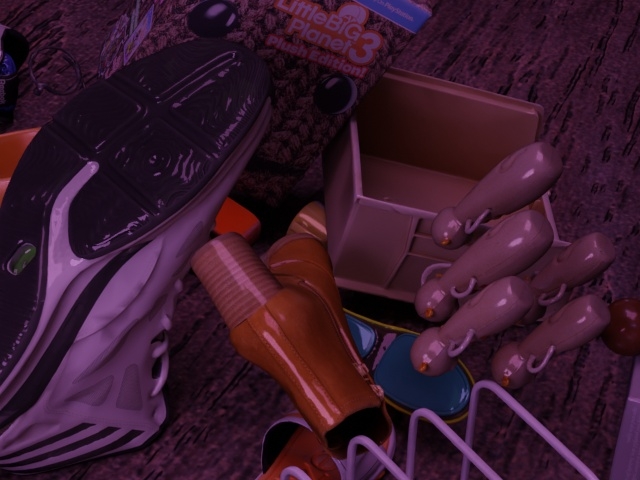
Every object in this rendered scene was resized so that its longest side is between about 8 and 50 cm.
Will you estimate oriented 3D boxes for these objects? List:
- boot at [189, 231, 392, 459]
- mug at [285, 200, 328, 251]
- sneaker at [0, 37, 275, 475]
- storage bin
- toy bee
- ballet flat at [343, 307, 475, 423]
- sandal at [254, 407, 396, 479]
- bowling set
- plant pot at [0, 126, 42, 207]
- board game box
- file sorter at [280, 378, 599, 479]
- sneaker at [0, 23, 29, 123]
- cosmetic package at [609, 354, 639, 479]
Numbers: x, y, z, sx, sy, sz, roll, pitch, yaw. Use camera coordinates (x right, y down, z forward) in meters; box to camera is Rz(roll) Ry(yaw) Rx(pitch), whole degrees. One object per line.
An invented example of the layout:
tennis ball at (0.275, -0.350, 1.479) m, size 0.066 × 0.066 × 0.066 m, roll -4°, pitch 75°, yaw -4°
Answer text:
boot at (-0.006, 0.099, 1.441) m, size 0.104 × 0.295 × 0.211 m, roll -38°, pitch 77°, yaw 10°
mug at (0.001, 0.002, 1.734) m, size 0.064 × 0.062 × 0.078 m, roll 35°, pitch 40°, yaw 24°
sneaker at (-0.183, 0.029, 1.485) m, size 0.169 × 0.257 × 0.447 m, roll 38°, pitch 83°, yaw 32°
storage bin at (0.137, -0.052, 1.719) m, size 0.260 × 0.123 × 0.262 m, roll 12°, pitch 36°, yaw -12°
toy bee at (-0.204, -0.062, 1.758) m, size 0.195 × 0.162 × 0.298 m, roll -18°, pitch 66°, yaw -36°
ballet flat at (0.064, 0.122, 1.568) m, size 0.231 × 0.077 × 0.077 m, roll 25°, pitch 73°, yaw 31°
sandal at (-0.014, 0.208, 1.453) m, size 0.102 × 0.076 × 0.265 m, roll 21°, pitch 41°, yaw 22°
bowling set at (0.190, 0.068, 1.448) m, size 0.200 × 0.154 × 0.287 m, roll 44°, pitch 35°, yaw -12°
plant pot at (-0.281, 0.001, 1.590) m, size 0.205 × 0.187 × 0.205 m, roll -7°, pitch 18°, yaw 2°
board game box at (-0.065, -0.216, 1.658) m, size 0.232 × 0.291 × 0.141 m, roll 25°, pitch 34°, yaw -22°
file sorter at (0.072, 0.264, 1.309) m, size 0.278 × 0.173 × 0.193 m, roll -21°, pitch 43°, yaw -26°
sneaker at (-0.466, -0.199, 1.912) m, size 0.182 × 0.127 × 0.315 m, roll 23°, pitch 41°, yaw 28°
cosmetic package at (0.347, 0.129, 1.533) m, size 0.107 × 0.127 × 0.238 m, roll 13°, pitch 37°, yaw 13°
